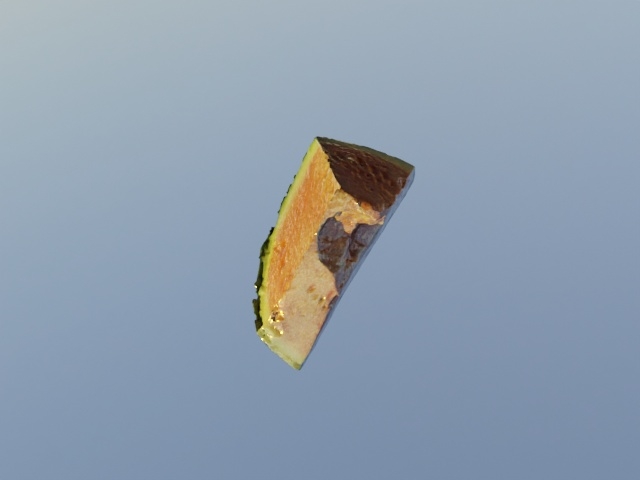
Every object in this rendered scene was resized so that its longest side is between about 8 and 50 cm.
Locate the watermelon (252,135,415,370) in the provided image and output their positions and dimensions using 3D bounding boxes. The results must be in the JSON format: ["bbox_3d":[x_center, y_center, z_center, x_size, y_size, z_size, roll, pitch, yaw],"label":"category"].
[{"bbox_3d":[0.000,0.000,1.479,0.318,0.148,0.226,-60,-177,-14],"label":"watermelon"}]
